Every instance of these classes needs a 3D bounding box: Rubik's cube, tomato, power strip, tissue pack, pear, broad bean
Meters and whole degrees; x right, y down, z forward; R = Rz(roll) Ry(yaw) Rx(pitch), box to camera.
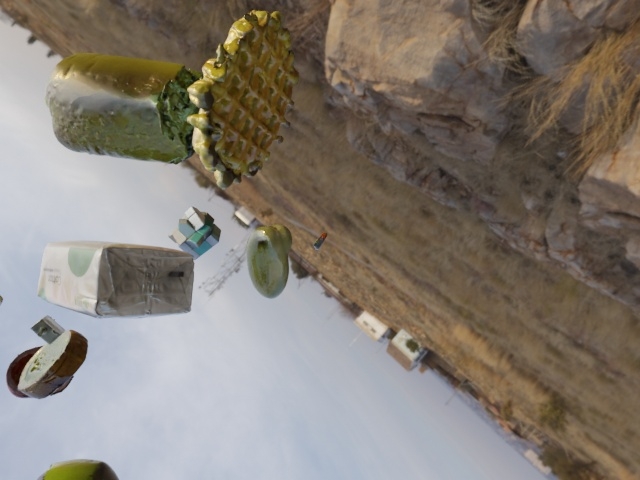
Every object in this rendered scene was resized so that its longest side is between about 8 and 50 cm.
[{"bbox_3d":[-0.662,-0.042,2.187,0.213,0.224,0.265,48,-167,-28],"label":"Rubik's cube"},{"bbox_3d":[-1.115,0.525,1.664,0.228,0.112,0.199,18,-126,-41],"label":"tomato"},{"bbox_3d":[-0.809,0.266,1.243,0.075,0.042,0.175,48,160,-13],"label":"power strip"},{"bbox_3d":[-0.555,0.101,1.141,0.357,0.193,0.266,2,176,39],"label":"tissue pack"},{"bbox_3d":[-0.758,0.902,1.382,0.399,0.165,0.398,159,90,-79],"label":"pear"},{"bbox_3d":[-0.182,0.071,1.419,0.189,0.262,0.121,16,-166,36],"label":"broad bean"}]

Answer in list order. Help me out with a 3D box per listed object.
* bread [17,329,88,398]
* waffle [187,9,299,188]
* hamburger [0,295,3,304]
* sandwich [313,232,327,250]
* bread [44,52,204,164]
[{"bbox_3d":[-0.845,0.388,1.334,0.070,0.236,0.236,52,173,-31],"label":"bread"},{"bbox_3d":[-0.134,-0.250,0.760,0.062,0.329,0.329,23,172,16],"label":"waffle"},{"bbox_3d":[-0.943,0.199,1.014,0.266,0.134,0.285,12,-154,30],"label":"hamburger"},{"bbox_3d":[-0.001,0.002,1.569,0.026,0.069,0.101,30,-161,2],"label":"sandwich"},{"bbox_3d":[-0.470,-0.313,1.025,0.377,0.251,0.208,10,-154,5],"label":"bread"}]
